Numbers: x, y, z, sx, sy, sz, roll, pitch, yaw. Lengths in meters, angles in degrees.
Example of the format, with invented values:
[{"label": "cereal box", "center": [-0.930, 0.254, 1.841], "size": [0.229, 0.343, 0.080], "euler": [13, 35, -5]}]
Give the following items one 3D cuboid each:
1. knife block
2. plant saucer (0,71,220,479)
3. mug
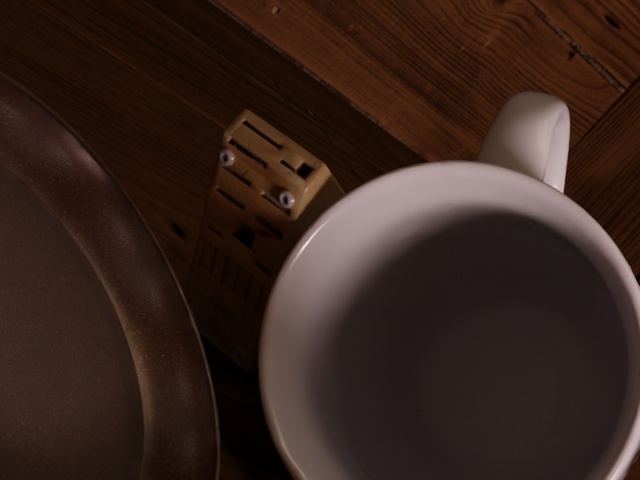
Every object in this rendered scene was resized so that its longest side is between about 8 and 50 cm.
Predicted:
[{"label": "knife block", "center": [0.000, 0.000, 0.945], "size": [0.088, 0.275, 0.242], "euler": [36, 39, 24]}, {"label": "plant saucer", "center": [-0.161, 0.042, 0.584], "size": [0.310, 0.050, 0.310], "euler": [55, 18, -27]}, {"label": "mug", "center": [0.145, 0.061, 0.889], "size": [0.276, 0.373, 0.328], "euler": [11, -7, 20]}]
